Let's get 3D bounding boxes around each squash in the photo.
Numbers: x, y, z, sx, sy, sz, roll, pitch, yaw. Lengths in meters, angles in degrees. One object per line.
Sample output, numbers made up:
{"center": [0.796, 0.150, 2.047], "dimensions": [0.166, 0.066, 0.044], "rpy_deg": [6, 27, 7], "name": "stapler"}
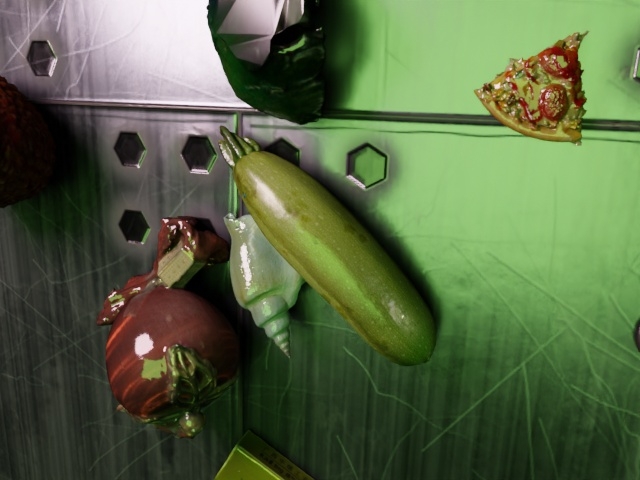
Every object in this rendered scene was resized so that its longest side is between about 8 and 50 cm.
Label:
{"center": [0.000, 0.000, 0.556], "dimensions": [0.094, 0.094, 0.341], "rpy_deg": [-43, 86, 23], "name": "squash"}

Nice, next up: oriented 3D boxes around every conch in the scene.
{"center": [-0.060, 0.046, 0.601], "dimensions": [0.088, 0.065, 0.180], "rpy_deg": [-22, 86, 24], "name": "conch"}

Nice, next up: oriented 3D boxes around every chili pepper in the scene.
{"center": [-0.057, -0.242, 0.502], "dimensions": [0.148, 0.116, 0.265], "rpy_deg": [-1, 102, 23], "name": "chili pepper"}

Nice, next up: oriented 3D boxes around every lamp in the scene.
{"center": [-0.174, 0.107, 0.611], "dimensions": [0.215, 0.151, 0.223], "rpy_deg": [-39, 86, 19], "name": "lamp"}

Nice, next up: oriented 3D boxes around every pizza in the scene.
{"center": [0.192, -0.136, 0.487], "dimensions": [0.099, 0.029, 0.100], "rpy_deg": [1, 103, 20], "name": "pizza"}

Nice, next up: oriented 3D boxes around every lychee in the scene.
{"center": [-0.416, -0.115, 0.626], "dimensions": [0.194, 0.194, 0.195], "rpy_deg": [5, 105, 18], "name": "lychee"}

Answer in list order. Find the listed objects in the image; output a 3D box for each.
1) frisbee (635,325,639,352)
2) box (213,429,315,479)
{"center": [0.427, 0.108, 0.472], "dimensions": [0.211, 0.012, 0.187], "rpy_deg": [-35, 91, 22], "name": "frisbee"}
{"center": [-0.013, 0.405, 0.684], "dimensions": [0.311, 0.043, 0.173], "rpy_deg": [33, 112, 10], "name": "box"}
